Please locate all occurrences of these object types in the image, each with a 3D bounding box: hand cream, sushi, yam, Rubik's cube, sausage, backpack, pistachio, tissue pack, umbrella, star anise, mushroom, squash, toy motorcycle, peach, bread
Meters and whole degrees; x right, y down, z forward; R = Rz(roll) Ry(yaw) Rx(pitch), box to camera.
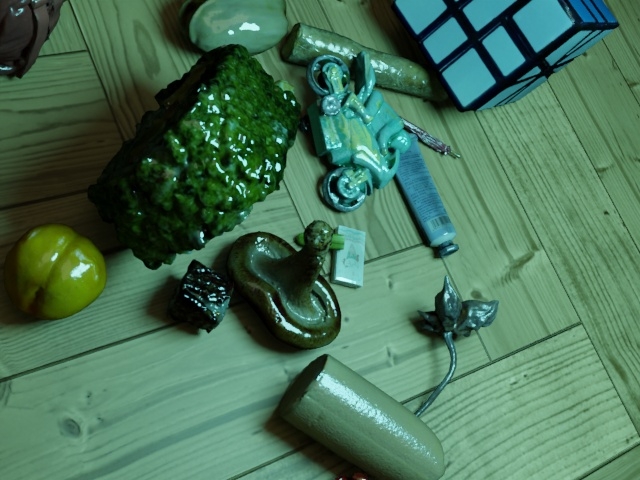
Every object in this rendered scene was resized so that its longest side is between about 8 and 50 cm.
[{"bbox_3d":[0.195,-0.090,1.534,0.088,0.055,0.256,-15,73,-22],"label":"hand cream"},{"bbox_3d":[-0.182,0.086,1.243,0.084,0.098,0.094,30,53,-14],"label":"sushi"},{"bbox_3d":[0.101,-0.345,1.591,0.357,0.081,0.081,10,64,-23],"label":"yam"},{"bbox_3d":[0.364,-0.444,1.596,0.283,0.293,0.288,56,36,8],"label":"Rubik's cube"},{"bbox_3d":[0.069,0.289,1.259,0.253,0.123,0.123,37,57,-7],"label":"sausage"},{"bbox_3d":[-0.190,-0.125,1.211,0.178,0.294,0.352,47,28,-21],"label":"sushi"},{"bbox_3d":[-0.463,-0.368,1.242,0.139,0.229,0.229,41,57,-8],"label":"backpack"},{"bbox_3d":[-0.152,-0.397,1.460,0.206,0.131,0.129,-14,32,-30],"label":"pistachio"},{"bbox_3d":[0.049,0.029,1.425,0.056,0.023,0.108,13,62,-18],"label":"tissue pack"},{"bbox_3d":[0.208,-0.205,1.607,0.165,0.025,0.027,31,33,-11],"label":"umbrella"},{"bbox_3d":[0.202,0.198,1.361,0.219,0.148,0.227,-12,53,14],"label":"star anise"},{"bbox_3d":[-0.026,0.052,1.258,0.227,0.217,0.148,44,50,-3],"label":"mushroom"},{"bbox_3d":[0.000,0.000,1.401,0.083,0.027,0.027,3,65,-1],"label":"squash"},{"bbox_3d":[0.073,-0.206,1.488,0.198,0.109,0.296,-11,84,-23],"label":"toy motorcycle"},{"bbox_3d":[-0.377,0.049,1.148,0.138,0.138,0.138,10,64,-22],"label":"peach"},{"bbox_3d":[-0.068,-0.253,1.491,0.049,0.034,0.087,2,70,-41],"label":"bread"}]

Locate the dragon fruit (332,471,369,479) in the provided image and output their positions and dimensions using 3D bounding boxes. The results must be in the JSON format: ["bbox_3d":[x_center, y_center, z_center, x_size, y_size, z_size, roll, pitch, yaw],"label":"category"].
[{"bbox_3d":[0.059,0.418,1.229,0.112,0.068,0.126,-2,68,-24],"label":"dragon fruit"}]
